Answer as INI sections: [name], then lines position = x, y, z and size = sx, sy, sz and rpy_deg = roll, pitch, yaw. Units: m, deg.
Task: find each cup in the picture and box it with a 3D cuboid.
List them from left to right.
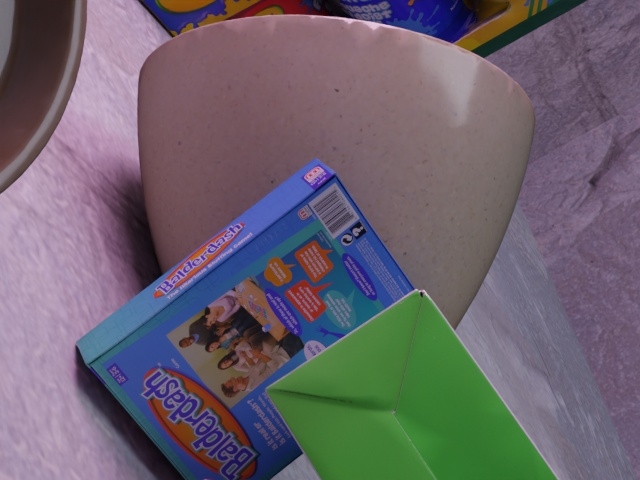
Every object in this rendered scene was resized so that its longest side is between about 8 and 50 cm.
[cup]
position = 0.000, 0.000, 1.187
size = 0.331, 0.331, 0.237
rpy_deg = 38, 55, -58

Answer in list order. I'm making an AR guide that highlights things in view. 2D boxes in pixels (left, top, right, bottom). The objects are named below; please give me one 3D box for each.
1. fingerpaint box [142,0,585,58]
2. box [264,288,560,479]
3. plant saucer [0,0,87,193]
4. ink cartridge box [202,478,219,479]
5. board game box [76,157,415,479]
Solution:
[fingerpaint box]
position = 0.050, -0.334, 1.639
size = 0.371, 0.445, 0.163
rpy_deg = 47, 20, -46
[box]
position = 0.100, 0.199, 0.952
size = 0.262, 0.127, 0.231
rpy_deg = 56, -6, 25
[plant saucer]
position = -0.226, -0.135, 0.668
size = 0.278, 0.041, 0.278
rpy_deg = 10, 76, -46
[ink cartridge box]
position = -0.056, 0.219, 0.828
size = 0.127, 0.128, 0.176
rpy_deg = 65, 15, 18
[board game box]
position = -0.037, 0.069, 1.022
size = 0.160, 0.210, 0.047
rpy_deg = 55, -6, -25
